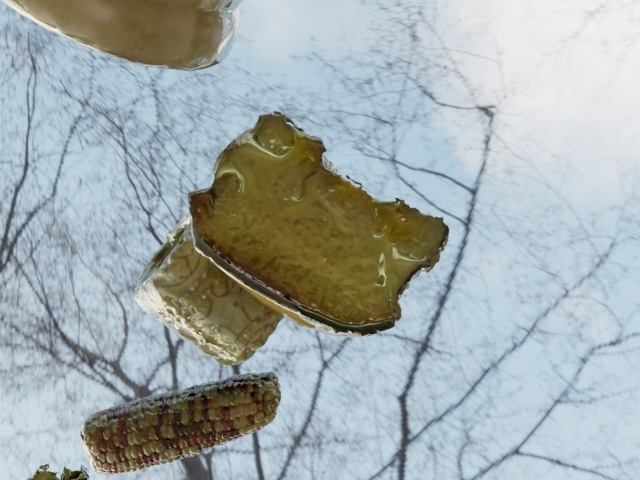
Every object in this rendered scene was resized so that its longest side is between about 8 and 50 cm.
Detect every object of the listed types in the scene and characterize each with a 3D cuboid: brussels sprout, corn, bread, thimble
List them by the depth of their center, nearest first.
[{"bbox_3d":[-0.268,0.260,1.170,0.085,0.085,0.058,-30,-107,-7],"label":"brussels sprout"},{"bbox_3d":[-0.004,-0.001,1.174,0.251,0.133,0.174,31,-101,15],"label":"bread"},{"bbox_3d":[-0.121,0.050,1.311,0.143,0.190,0.137,36,-89,-12],"label":"thimble"},{"bbox_3d":[-0.165,0.220,1.393,0.253,0.086,0.086,-16,-74,2],"label":"corn"}]

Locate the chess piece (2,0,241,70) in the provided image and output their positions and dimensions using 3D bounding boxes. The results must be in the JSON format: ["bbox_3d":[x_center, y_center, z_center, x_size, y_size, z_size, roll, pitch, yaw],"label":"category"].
[{"bbox_3d":[-0.068,-0.259,0.616,0.167,0.167,0.300,19,-65,-18],"label":"chess piece"}]
